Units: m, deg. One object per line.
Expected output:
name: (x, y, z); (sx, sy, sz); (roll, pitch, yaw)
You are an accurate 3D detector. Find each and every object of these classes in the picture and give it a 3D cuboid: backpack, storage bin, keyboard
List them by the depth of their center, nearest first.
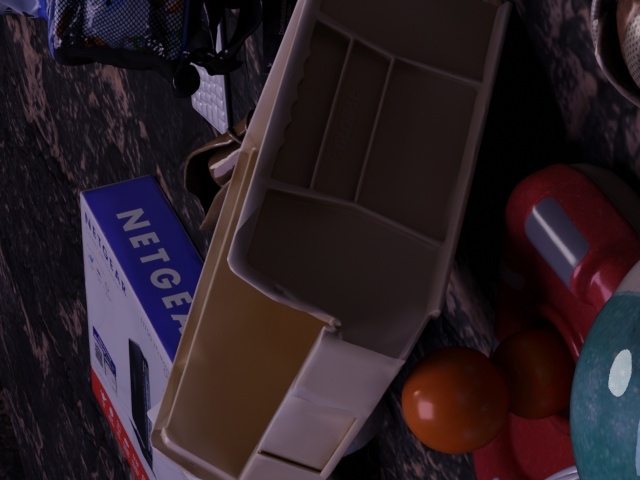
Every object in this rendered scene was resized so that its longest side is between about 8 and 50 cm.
storage bin: (0.000, 0.000, 1.215); (0.262, 0.123, 0.260); (118, 170, -59)
backpack: (-0.134, -0.266, 1.419); (0.276, 0.213, 0.263); (-95, 17, -72)
keyboard: (-0.102, -0.212, 1.713); (0.072, 0.014, 0.256); (-129, 30, -50)

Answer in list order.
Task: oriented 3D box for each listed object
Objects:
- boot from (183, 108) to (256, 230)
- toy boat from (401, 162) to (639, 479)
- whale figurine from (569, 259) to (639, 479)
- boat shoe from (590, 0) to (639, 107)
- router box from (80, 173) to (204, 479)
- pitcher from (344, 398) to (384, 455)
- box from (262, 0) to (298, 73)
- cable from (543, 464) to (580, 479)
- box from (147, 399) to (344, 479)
boot: (-0.019, -0.064, 1.440); (0.305, 0.115, 0.112); (134, 122, -66)
toy boat: (0.116, 0.078, 1.105); (0.151, 0.151, 0.231); (-124, 26, -44)
whale figurine: (0.216, 0.105, 0.798); (0.272, 0.141, 0.216); (29, 170, 43)
boat shoe: (0.173, -0.108, 0.832); (0.324, 0.116, 0.123); (56, 149, 41)
router box: (-0.148, 0.151, 2.027); (0.335, 0.082, 0.301); (-123, 25, -42)
pitcher: (-0.020, 0.051, 1.492); (0.178, 0.125, 0.207); (40, 155, 21)
box: (-0.025, -0.214, 1.407); (0.162, 0.029, 0.116); (99, 172, -50)
cable: (0.179, 0.242, 1.028); (0.257, 0.089, 0.257); (23, 128, 36)
box: (-0.045, 0.196, 1.645); (0.170, 0.091, 0.130); (51, 179, -39)
